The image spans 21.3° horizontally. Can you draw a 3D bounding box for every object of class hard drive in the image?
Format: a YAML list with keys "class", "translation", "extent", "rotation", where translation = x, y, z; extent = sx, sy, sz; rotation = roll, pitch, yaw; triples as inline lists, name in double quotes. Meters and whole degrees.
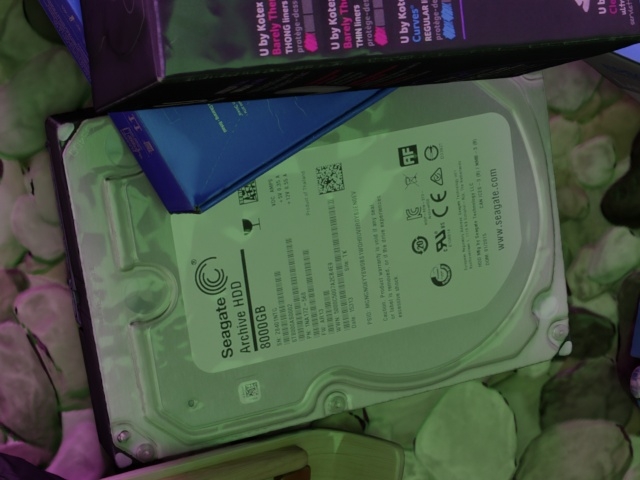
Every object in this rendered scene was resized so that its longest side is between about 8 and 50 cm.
- class: "hard drive"
  translation: [0.000, 0.000, 1.148]
  extent: [0.339, 0.064, 0.237]
  rotation: [-11, 104, -17]

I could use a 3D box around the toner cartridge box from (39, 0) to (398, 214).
- class: "toner cartridge box"
  translation: [-0.105, -0.203, 1.023]
  extent: [0.165, 0.075, 0.348]
  rotation: [-33, 99, -16]

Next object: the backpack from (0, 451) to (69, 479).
- class: "backpack"
  translation: [-0.199, 0.243, 1.098]
  extent: [0.152, 0.115, 0.182]
  rotation: [30, 92, -25]

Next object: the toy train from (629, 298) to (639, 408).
- class: "toy train"
  translation: [0.317, 0.094, 1.275]
  extent: [0.184, 0.080, 0.105]
  rotation: [10, 92, -21]

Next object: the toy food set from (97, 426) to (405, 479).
- class: "toy food set"
  translation: [-0.062, 0.253, 1.093]
  extent: [0.306, 0.092, 0.220]
  rotation: [-6, 111, -54]

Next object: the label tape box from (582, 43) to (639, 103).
- class: "label tape box"
  translation: [0.279, -0.199, 1.125]
  extent: [0.333, 0.106, 0.241]
  rotation: [26, 91, -45]

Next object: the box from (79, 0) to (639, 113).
- class: "box"
  translation: [0.014, -0.156, 0.927]
  extent: [0.270, 0.165, 0.143]
  rotation: [-7, 90, -20]
